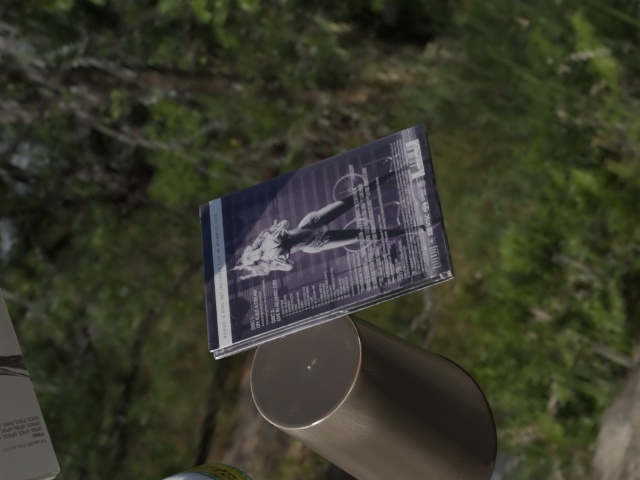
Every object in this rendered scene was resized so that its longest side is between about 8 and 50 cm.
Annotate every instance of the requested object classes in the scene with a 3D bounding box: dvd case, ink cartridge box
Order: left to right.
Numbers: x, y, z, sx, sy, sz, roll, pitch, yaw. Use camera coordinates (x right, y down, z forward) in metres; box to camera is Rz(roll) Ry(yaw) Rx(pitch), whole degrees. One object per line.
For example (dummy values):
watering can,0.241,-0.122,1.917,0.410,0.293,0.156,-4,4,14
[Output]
ink cartridge box,-0.407,0.148,1.553,0.197,0.273,0.114,-25,-9,27
dvd case,0.000,0.000,1.323,0.018,0.221,0.164,53,-157,-48

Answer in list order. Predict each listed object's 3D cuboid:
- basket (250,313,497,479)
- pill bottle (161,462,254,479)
basket,0.047,0.160,1.520,0.154,0.227,0.204,-45,50,9
pill bottle,-0.132,0.303,1.632,0.117,0.118,0.208,-65,-10,1
